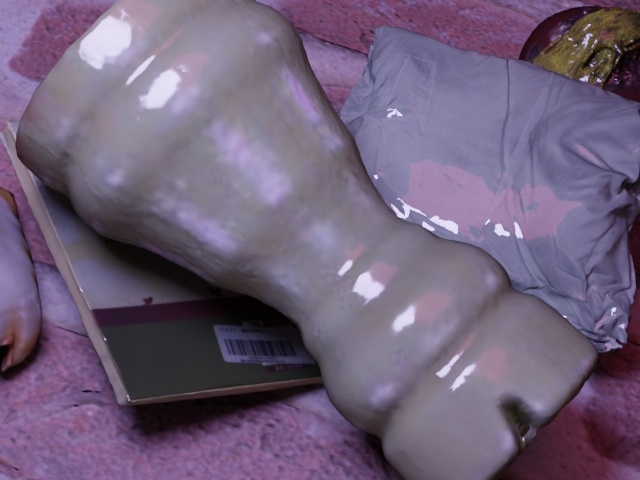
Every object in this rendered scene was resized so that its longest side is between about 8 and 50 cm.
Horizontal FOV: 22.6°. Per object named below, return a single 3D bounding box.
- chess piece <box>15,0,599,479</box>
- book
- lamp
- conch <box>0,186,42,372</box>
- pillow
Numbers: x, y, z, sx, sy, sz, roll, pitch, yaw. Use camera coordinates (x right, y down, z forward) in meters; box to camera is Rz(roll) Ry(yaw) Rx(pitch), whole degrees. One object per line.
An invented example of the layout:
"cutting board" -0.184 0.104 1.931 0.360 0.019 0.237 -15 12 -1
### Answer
"chess piece" 0.000 0.000 1.230 0.442 0.234 0.234 42 51 6
"book" -0.128 0.009 1.318 0.201 0.026 0.289 -4 52 -36
"lamp" 0.271 -0.168 1.550 0.156 0.135 0.157 8 44 -4
"conch" -0.299 0.013 1.265 0.158 0.127 0.255 2 46 -9
"pillow" 0.147 -0.042 1.408 0.309 0.138 0.283 19 55 9
